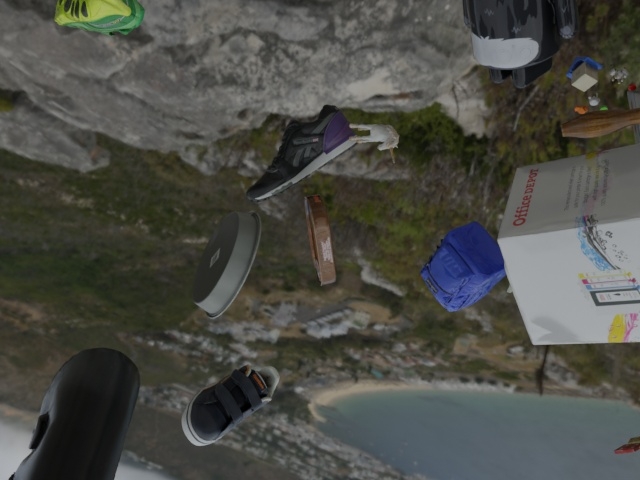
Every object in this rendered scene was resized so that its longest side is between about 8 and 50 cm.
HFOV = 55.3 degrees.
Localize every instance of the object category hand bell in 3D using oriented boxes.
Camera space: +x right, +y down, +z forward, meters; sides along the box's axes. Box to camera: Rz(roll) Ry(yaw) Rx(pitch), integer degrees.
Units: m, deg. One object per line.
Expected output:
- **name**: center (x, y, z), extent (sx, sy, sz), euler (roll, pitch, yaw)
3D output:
- **hand bell**: center (0.481, -0.183, 0.893), extent (0.242, 0.126, 0.126), euler (-10, 146, 23)

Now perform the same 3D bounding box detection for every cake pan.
- **cake pan**: center (-0.245, 0.052, 1.550), extent (0.054, 0.293, 0.293), euler (25, 159, -24)

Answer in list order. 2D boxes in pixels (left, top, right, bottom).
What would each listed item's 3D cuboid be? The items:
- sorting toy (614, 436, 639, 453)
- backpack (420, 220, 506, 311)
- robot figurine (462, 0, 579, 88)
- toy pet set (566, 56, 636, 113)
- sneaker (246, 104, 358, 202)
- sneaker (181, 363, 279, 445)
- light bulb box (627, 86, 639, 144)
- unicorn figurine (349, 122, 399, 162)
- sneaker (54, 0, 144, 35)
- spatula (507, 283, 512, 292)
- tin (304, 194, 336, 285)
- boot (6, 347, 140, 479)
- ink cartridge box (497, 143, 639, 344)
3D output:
- **sorting toy**: center (0.731, 0.386, 1.248), extent (0.132, 0.046, 0.274), euler (-8, 163, -34)
- **backpack**: center (0.198, 0.044, 0.894), extent (0.098, 0.101, 0.120), euler (61, 152, 25)
- **robot figurine**: center (0.365, -0.433, 1.141), extent (0.209, 0.174, 0.278), euler (-4, 128, 21)
- **toy pet set**: center (0.575, -0.332, 1.283), extent (0.114, 0.065, 0.122), euler (23, 149, -14)
- **sneaker**: center (-0.060, -0.196, 1.354), extent (0.124, 0.283, 0.107), euler (57, 171, -9)
- **sneaker**: center (-0.218, 0.396, 1.545), extent (0.127, 0.321, 0.126), euler (-33, 88, 25)
- **light bulb box**: center (0.740, -0.138, 1.166), extent (0.225, 0.358, 0.361), euler (-8, -171, 24)
- **unicorn figurine**: center (0.117, -0.215, 1.248), extent (0.111, 0.162, 0.060), euler (6, 117, 20)
- **sneaker**: center (-0.408, -0.423, 1.125), extent (0.123, 0.109, 0.295), euler (19, -169, -38)
- **spatula**: center (0.481, 0.011, 1.318), extent (0.019, 0.242, 0.168), euler (37, -168, 29)
- **tin**: center (0.000, 0.000, 1.220), extent (0.040, 0.106, 0.190), euler (-9, 115, -3)
- **boot**: center (-0.260, 0.297, 0.599), extent (0.146, 0.445, 0.367), euler (31, 128, -17)
- **ink cartridge box**: center (0.348, 0.002, 0.701), extent (0.232, 0.171, 0.168), euler (-8, 120, 33)
